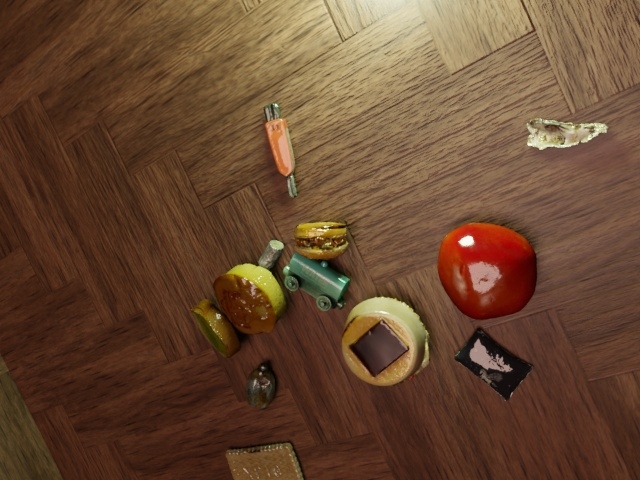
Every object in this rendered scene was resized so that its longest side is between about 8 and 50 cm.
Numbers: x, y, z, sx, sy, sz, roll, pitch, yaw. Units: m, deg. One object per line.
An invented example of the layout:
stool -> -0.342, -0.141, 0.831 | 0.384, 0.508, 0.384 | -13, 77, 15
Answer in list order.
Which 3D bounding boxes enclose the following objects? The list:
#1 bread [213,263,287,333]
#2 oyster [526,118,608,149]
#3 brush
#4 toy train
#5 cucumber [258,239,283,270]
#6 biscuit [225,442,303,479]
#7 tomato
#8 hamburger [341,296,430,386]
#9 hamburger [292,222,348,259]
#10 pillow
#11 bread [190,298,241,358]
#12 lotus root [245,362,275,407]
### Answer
bread -> -0.254, 0.212, 1.864 | 0.270, 0.148, 0.270 | 17, 127, 24
oyster -> 0.667, -0.292, 1.440 | 0.200, 0.061, 0.106 | 22, 128, 19
brush -> -0.128, -0.302, 1.768 | 0.070, 0.051, 0.323 | -11, 96, 18
toy train -> -0.011, 0.133, 1.787 | 0.248, 0.101, 0.159 | 32, 121, 14
cucumber -> -0.174, 0.054, 1.864 | 0.064, 0.064, 0.112 | 38, 112, 10
biscuit -> -0.223, 0.925, 2.111 | 0.325, 0.044, 0.217 | -18, 95, 25
tomato -> 0.476, 0.088, 1.510 | 0.298, 0.226, 0.298 | 4, 101, 23
hamburger -> 0.207, 0.332, 1.716 | 0.302, 0.170, 0.302 | 4, 100, 22
hamburger -> -0.005, -0.001, 1.715 | 0.191, 0.182, 0.118 | 5, 97, 25
pillow -> 0.543, 0.392, 1.653 | 0.208, 0.055, 0.141 | 35, 105, 10
bread -> -0.392, 0.332, 1.960 | 0.236, 0.070, 0.236 | 39, 150, 27
lotus root -> -0.227, 0.552, 1.998 | 0.113, 0.088, 0.192 | 10, 106, 4
